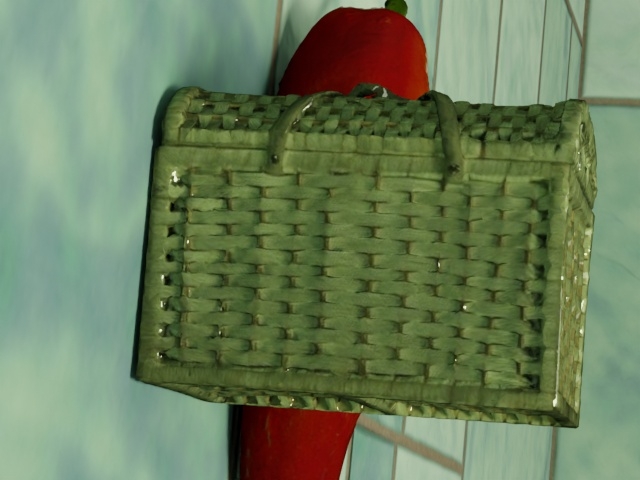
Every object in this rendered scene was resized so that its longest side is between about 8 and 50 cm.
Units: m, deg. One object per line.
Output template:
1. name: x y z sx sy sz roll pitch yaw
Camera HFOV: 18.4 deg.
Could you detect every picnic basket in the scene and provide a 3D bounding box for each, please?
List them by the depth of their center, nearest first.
1. picnic basket: 0.029 0.003 0.932 0.134 0.196 0.154 35 58 -73

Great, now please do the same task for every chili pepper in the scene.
1. chili pepper: 0.000 0.002 1.084 0.137 0.092 0.368 111 -5 -72
